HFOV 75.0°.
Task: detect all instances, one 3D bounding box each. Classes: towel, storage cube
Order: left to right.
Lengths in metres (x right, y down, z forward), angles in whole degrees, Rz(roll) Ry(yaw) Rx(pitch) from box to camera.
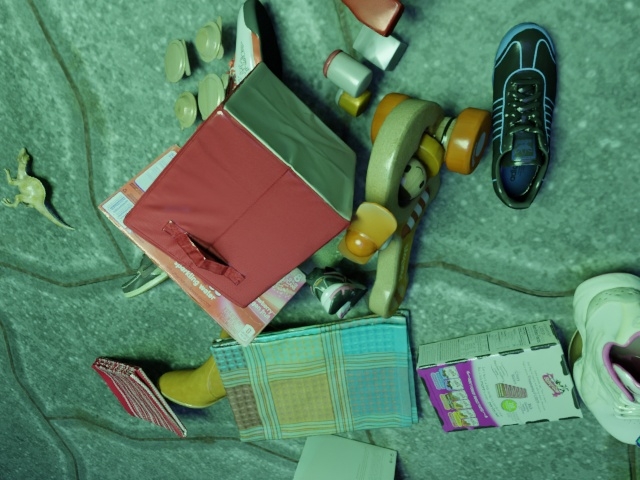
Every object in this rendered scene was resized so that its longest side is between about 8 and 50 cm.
[{"bbox_3d":[-0.430,0.364,0.977,0.274,0.031,0.199,-10,115,45],"label":"towel"},{"bbox_3d":[-0.085,-0.069,0.526,0.183,0.215,0.193,41,119,-20],"label":"storage cube"},{"bbox_3d":[-0.001,0.277,0.806,0.370,0.040,0.272,-9,114,3],"label":"towel"},{"bbox_3d":[0.000,0.000,0.729,0.110,0.027,0.148,38,119,-5],"label":"towel"}]

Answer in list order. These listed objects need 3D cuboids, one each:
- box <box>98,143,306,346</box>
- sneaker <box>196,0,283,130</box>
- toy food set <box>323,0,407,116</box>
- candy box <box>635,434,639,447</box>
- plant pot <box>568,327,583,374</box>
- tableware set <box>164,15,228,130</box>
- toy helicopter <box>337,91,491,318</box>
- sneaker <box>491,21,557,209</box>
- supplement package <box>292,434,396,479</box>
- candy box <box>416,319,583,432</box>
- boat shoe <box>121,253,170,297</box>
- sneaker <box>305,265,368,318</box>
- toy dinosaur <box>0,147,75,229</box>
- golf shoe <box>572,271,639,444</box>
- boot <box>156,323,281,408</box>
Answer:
[{"bbox_3d":[-0.187,0.014,0.693,0.300,0.154,0.142,46,162,-9],"label":"box"},{"bbox_3d":[-0.128,-0.203,0.630,0.144,0.090,0.270,-2,117,14],"label":"sneaker"},{"bbox_3d":[0.057,-0.284,0.529,0.104,0.111,0.232,38,121,10],"label":"toy food set"},{"bbox_3d":[0.588,0.163,0.503,0.268,0.122,0.317,0,119,-27],"label":"candy box"},{"bbox_3d":[0.521,0.172,0.660,0.236,0.032,0.236,7,116,14],"label":"plant pot"},{"bbox_3d":[-0.186,-0.241,0.621,0.168,0.020,0.141,1,96,43],"label":"tableware set"},{"bbox_3d":[0.104,-0.013,0.584,0.140,0.235,0.355,22,133,26],"label":"toy helicopter"},{"bbox_3d":[0.264,-0.153,0.540,0.081,0.090,0.232,-2,115,17],"label":"sneaker"},{"bbox_3d":[0.046,0.553,0.891,0.203,0.194,0.149,9,117,13],"label":"supplement package"},{"bbox_3d":[0.307,0.243,0.734,0.233,0.071,0.159,-17,109,24],"label":"candy box"},{"bbox_3d":[-0.308,0.039,0.813,0.223,0.080,0.073,-28,100,21],"label":"boat shoe"},{"bbox_3d":[0.026,0.076,0.696,0.072,0.178,0.077,-45,71,-2],"label":"sneaker"},{"bbox_3d":[-0.583,-0.088,0.840,0.092,0.053,0.183,-10,112,19],"label":"toy dinosaur"},{"bbox_3d":[0.439,0.201,0.602,0.115,0.140,0.306,-15,112,21],"label":"golf shoe"},{"bbox_3d":[-0.205,0.247,0.878,0.295,0.104,0.211,8,112,7],"label":"boot"}]
